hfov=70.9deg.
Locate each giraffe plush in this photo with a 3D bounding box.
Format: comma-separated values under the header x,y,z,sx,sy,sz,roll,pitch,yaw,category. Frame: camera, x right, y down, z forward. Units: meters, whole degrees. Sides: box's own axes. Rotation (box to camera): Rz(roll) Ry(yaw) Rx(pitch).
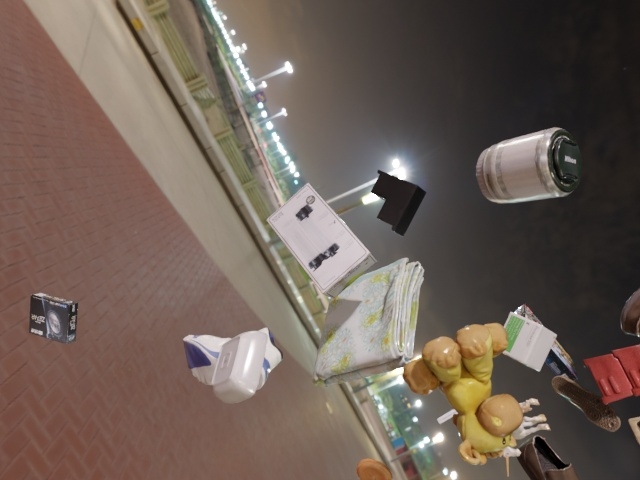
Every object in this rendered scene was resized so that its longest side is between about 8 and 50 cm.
x,y,z,sx,sy,sz,roll,pitch,yaw,category
0.243,0.255,0.718,0.210,0.181,0.170,93,-24,-52,giraffe plush

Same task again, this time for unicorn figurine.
x,y,z,sx,sy,sz,roll,pitch,yaw,category
0.379,0.361,0.864,0.162,0.111,0.060,60,16,-18,unicorn figurine

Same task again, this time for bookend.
x,y,z,sx,sy,sz,roll,pitch,yaw,category
0.221,-0.119,1.414,0.156,0.157,0.072,29,4,37,bookend

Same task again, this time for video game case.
x,y,z,sx,sy,sz,roll,pitch,yaw,category
0.508,0.616,1.639,0.022,0.173,0.190,59,4,26,video game case

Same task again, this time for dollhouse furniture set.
x,y,z,sx,sy,sz,roll,pitch,yaw,category
0.847,0.458,1.137,0.201,0.152,0.374,17,50,-45,dollhouse furniture set

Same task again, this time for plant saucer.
x,y,z,sx,sy,sz,roll,pitch,yaw,category
0.120,0.530,1.017,0.084,0.083,0.013,65,28,-13,plant saucer

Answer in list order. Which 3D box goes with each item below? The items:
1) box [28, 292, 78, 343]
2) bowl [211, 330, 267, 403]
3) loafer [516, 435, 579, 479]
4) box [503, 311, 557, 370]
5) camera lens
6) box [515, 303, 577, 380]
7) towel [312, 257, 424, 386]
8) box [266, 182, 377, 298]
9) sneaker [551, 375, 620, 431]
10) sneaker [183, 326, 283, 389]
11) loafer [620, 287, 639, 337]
x,y,z,sx,sy,sz,roll,pitch,yaw,category
-0.435,0.126,0.732,0.018,0.083,0.067,-13,112,-71,box
-0.174,0.256,0.930,0.053,0.142,0.142,29,52,-25,bowl
0.481,0.490,0.902,0.220,0.080,0.078,-128,-147,-54,loafer
0.495,0.244,1.088,0.102,0.101,0.087,28,-2,-40,box
0.696,-0.242,1.499,0.274,0.219,0.219,-5,-67,56,camera lens
0.720,0.328,1.448,0.233,0.044,0.159,51,25,8,box
0.128,0.236,1.298,0.090,0.374,0.321,37,48,-21,towel
0.000,0.000,1.254,0.290,0.169,0.087,49,3,27,box
0.736,0.440,1.237,0.071,0.066,0.188,20,17,-42,sneaker
-0.232,0.332,1.305,0.182,0.315,0.128,-21,109,-55,sneaker
0.974,0.149,1.173,0.134,0.366,0.130,46,15,-28,loafer
